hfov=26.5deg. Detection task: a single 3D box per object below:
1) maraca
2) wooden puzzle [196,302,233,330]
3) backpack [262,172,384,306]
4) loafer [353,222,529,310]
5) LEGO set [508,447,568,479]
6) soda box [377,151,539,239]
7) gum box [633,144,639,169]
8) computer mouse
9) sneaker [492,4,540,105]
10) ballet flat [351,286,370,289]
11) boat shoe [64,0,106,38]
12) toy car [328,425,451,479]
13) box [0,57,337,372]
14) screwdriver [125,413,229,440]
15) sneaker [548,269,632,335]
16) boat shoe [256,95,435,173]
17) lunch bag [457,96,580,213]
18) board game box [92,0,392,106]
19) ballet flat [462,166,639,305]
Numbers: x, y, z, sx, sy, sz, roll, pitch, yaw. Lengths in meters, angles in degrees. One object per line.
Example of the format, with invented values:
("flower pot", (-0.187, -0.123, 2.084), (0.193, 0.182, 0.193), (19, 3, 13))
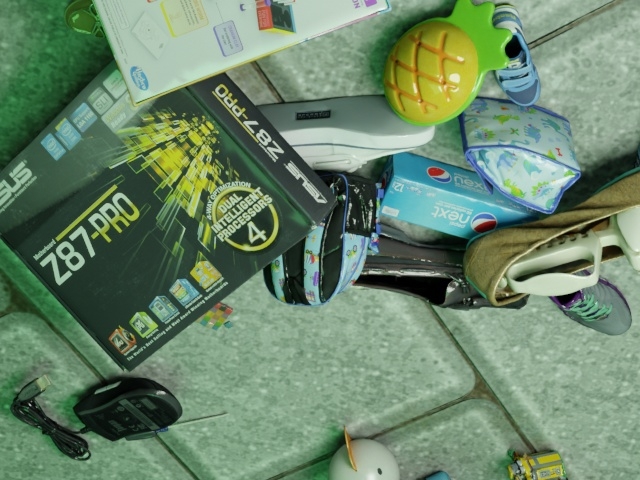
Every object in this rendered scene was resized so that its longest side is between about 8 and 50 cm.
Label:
("maraca", (0.155, -0.221, 1.687), (0.186, 0.099, 0.127), (-37, 79, 28))
("wooden puzzle", (-0.163, 0.107, 1.999), (0.083, 0.006, 0.049), (28, 122, -18))
("backpack", (0.000, 0.000, 1.787), (0.158, 0.173, 0.117), (1, 178, 39))
("loafer", (0.149, 0.057, 1.893), (0.303, 0.095, 0.109), (16, 143, -9))
("LEGO set", (0.311, 0.500, 2.097), (0.192, 0.331, 0.255), (-10, 142, -13))
("soda box", (0.184, -0.053, 1.835), (0.210, 0.071, 0.067), (16, 125, -11))
("gum box", (0.509, -0.154, 1.775), (0.157, 0.041, 0.184), (4, 126, -2))
("computer mouse", (-0.344, 0.240, 2.071), (0.262, 0.060, 0.184), (-26, 127, 32))
("sneaker", (0.244, -0.224, 1.716), (0.053, 0.059, 0.144), (-19, 125, 11))
("ballet flat", (0.034, 0.047, 1.931), (0.114, 0.041, 0.041), (33, 120, -22))
("boat shoe", (-0.245, -0.277, 1.690), (0.153, 0.048, 0.056), (0, 127, 0))
("toy car", (0.083, 0.399, 2.106), (0.219, 0.210, 0.238), (-27, 110, 7))
("box", (-0.221, -0.050, 1.747), (0.395, 0.097, 0.318), (-36, 97, 33))
("screwdriver", (-0.226, 0.292, 2.126), (0.170, 0.025, 0.024), (-9, 126, 9))
("sneaker", (0.362, 0.085, 1.918), (0.224, 0.098, 0.083), (39, 118, -24))
("boat shoe", (0.023, -0.132, 1.778), (0.258, 0.095, 0.084), (2, 131, 12))
("lunch bag", (0.246, -0.119, 1.751), (0.151, 0.129, 0.096), (23, 123, -16))
("board game box", (-0.108, -0.320, 1.549), (0.317, 0.064, 0.242), (-20, 98, 0))
("ballet flat", (0.354, 0.003, 1.765), (0.342, 0.124, 0.116), (-19, 133, 5))
